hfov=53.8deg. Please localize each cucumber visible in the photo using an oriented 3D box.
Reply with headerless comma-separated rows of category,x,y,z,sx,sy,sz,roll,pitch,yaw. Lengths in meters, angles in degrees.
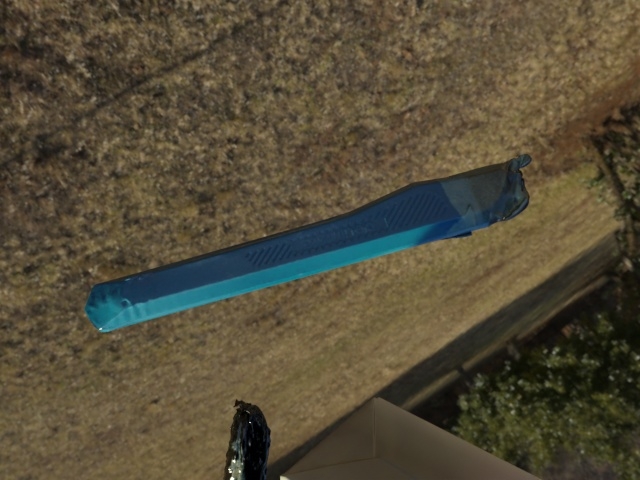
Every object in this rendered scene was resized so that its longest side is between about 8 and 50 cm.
cucumber,-0.085,0.257,0.680,0.053,0.053,0.182,-13,115,-54

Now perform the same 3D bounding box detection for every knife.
knife,0.000,0.001,0.395,0.296,0.044,0.026,-15,161,-5

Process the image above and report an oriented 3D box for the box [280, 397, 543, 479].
box,0.100,0.355,0.594,0.143,0.224,0.341,-29,124,-39
